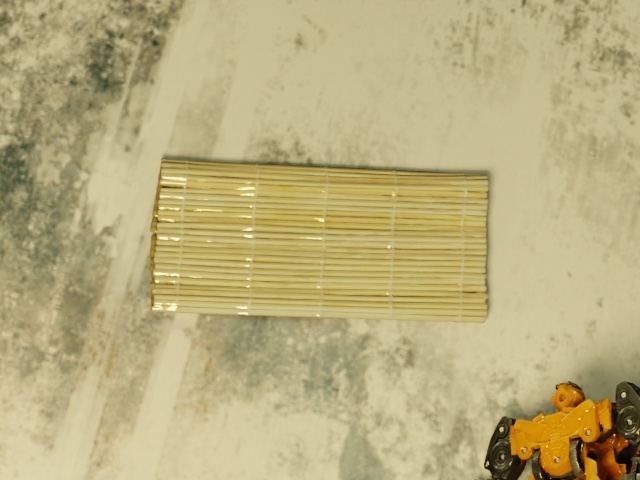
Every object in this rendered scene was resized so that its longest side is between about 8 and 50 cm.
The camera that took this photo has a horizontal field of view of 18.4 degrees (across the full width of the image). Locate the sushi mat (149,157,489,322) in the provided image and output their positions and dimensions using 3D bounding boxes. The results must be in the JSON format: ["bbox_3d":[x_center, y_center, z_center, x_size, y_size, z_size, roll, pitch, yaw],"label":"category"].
[{"bbox_3d":[0.000,0.000,1.833,0.317,0.019,0.151,2,73,-5],"label":"sushi mat"}]

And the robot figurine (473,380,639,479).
[{"bbox_3d":[0.230,0.265,1.699,0.085,0.211,0.291,21,60,-42],"label":"robot figurine"}]
